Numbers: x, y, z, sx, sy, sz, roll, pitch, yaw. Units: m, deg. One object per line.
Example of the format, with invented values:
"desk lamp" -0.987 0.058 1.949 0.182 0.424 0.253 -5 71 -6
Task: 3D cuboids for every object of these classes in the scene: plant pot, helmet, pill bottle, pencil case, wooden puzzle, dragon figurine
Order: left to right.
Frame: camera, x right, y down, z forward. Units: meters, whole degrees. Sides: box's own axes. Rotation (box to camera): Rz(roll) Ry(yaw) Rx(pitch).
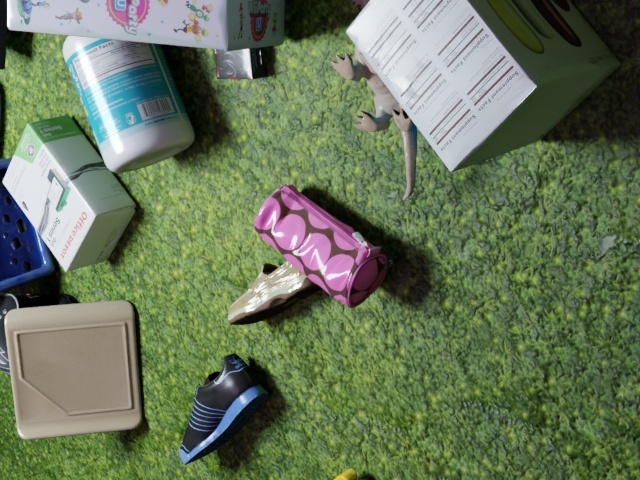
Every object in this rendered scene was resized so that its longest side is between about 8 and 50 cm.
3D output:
"plant pot" -0.671 0.000 1.995 0.212 0.236 0.236 -16 93 49
"helmet" -0.534 0.180 1.974 0.169 0.169 0.162 -6 83 42
"wooden puzzle" -0.435 0.227 1.895 0.044 0.221 0.239 -129 36 -73
"pill bottle" -0.303 -0.248 1.641 0.146 0.146 0.264 -23 87 43
"pencil case" 0.000 0.000 1.491 0.209 0.095 0.098 35 139 30
"dragon figurine" 0.100 -0.204 1.339 0.085 0.144 0.289 -10 116 41

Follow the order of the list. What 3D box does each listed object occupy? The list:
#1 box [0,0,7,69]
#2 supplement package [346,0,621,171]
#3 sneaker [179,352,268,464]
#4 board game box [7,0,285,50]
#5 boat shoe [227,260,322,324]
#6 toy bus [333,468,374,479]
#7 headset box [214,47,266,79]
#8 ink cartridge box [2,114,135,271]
"box" -0.647 -0.431 1.886 0.261 0.103 0.184 40 131 40
"supplement package" 0.182 -0.214 1.188 0.203 0.194 0.149 55 132 13
"sneaker" -0.173 0.276 1.746 0.232 0.081 0.090 -48 68 33
"board game box" -0.224 -0.313 1.418 0.303 0.224 0.097 7 104 16
"boat shoe" -0.072 0.068 1.602 0.190 0.068 0.072 -28 72 33
"toy bus" 0.029 0.471 1.536 0.220 0.211 0.149 50 132 20
"headset box" -0.114 -0.265 1.546 0.083 0.032 0.062 9 109 41
"ink cartridge box" -0.436 -0.080 1.849 0.219 0.092 0.160 51 131 18
